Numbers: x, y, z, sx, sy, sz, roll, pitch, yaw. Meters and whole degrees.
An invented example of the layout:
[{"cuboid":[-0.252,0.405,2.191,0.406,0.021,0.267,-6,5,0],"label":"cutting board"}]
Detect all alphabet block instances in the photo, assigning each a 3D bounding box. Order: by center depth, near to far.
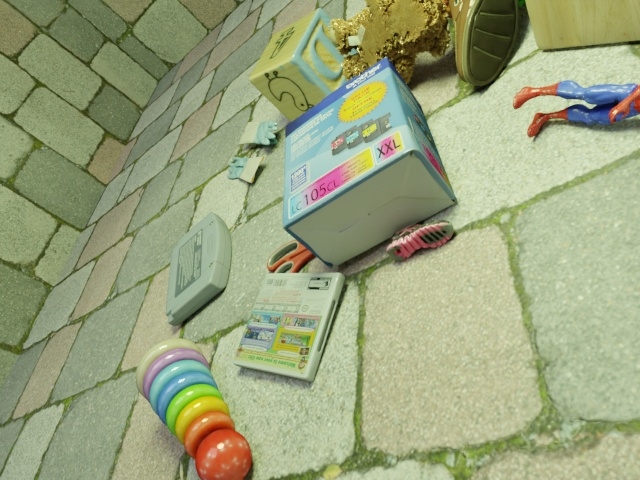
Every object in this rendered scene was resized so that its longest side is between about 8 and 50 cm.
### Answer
[{"cuboid":[-0.040,-0.468,1.372,0.197,0.192,0.193,-5,52,49],"label":"alphabet block"}]

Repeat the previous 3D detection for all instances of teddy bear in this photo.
[{"cuboid":[0.145,-0.449,1.098,0.113,0.245,0.338,-27,-3,-31],"label":"teddy bear"}]

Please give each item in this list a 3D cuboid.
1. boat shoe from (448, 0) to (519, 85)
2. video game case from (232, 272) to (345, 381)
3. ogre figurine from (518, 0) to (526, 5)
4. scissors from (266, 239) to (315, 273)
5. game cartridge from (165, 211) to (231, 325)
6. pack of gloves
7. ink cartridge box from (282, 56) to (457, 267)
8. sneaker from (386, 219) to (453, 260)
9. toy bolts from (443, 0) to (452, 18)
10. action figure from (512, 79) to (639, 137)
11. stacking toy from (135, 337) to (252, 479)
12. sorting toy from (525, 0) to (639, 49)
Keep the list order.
[{"cuboid":[0.304,-0.444,0.955,0.104,0.110,0.307,-159,77,-65],"label":"boat shoe"},{"cuboid":[-0.062,0.151,0.933,0.212,0.023,0.193,-4,59,45],"label":"video game case"},{"cuboid":[0.418,-0.519,0.973,0.118,0.097,0.197,-32,50,-3],"label":"ogre figurine"},{"cuboid":[0.000,0.000,1.023,0.297,0.021,0.109,-35,37,24],"label":"scissors"},{"cuboid":[-0.315,0.060,1.311,0.198,0.062,0.297,-35,36,16],"label":"game cartridge"},{"cuboid":[-0.195,-0.261,1.506,0.232,0.046,0.195,19,85,58],"label":"pack of gloves"},{"cuboid":[0.071,-0.176,0.985,0.270,0.151,0.395,-29,37,22],"label":"ink cartridge box"},{"cuboid":[0.162,-0.012,0.828,0.119,0.047,0.057,-23,31,33],"label":"sneaker"},{"cuboid":[0.287,-0.572,1.114,0.218,0.158,0.229,6,62,53],"label":"toy bolts"},{"cuboid":[0.383,-0.157,0.661,0.280,0.091,0.139,5,56,53],"label":"action figure"},{"cuboid":[-0.221,0.307,0.898,0.141,0.141,0.330,-54,37,-5],"label":"stacking toy"},{"cuboid":[0.428,-0.434,0.744,0.089,0.257,0.255,-40,30,-17],"label":"sorting toy"}]
